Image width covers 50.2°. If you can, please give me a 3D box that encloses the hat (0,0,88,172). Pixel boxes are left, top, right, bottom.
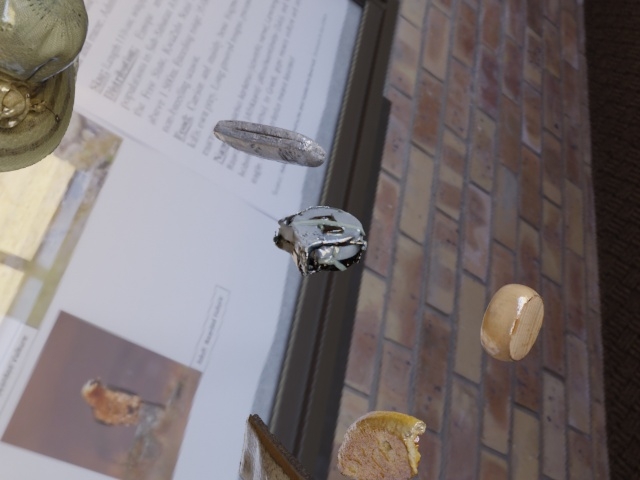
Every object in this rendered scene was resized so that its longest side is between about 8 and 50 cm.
[{"bbox_3d":[-0.259,-0.188,0.576,0.110,0.252,0.252,-10,49,23],"label":"hat"}]

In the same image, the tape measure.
[{"bbox_3d":[0.001,-0.001,0.768,0.091,0.094,0.054,42,135,44],"label":"tape measure"}]

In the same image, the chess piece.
[{"bbox_3d":[0.204,0.088,0.726,0.038,0.083,0.084,23,84,38],"label":"chess piece"}]

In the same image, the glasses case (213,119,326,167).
[{"bbox_3d":[-0.115,-0.217,1.516,0.282,0.109,0.067,14,78,29],"label":"glasses case"}]

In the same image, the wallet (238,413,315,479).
[{"bbox_3d":[-0.066,0.378,1.051,0.244,0.025,0.124,29,113,54],"label":"wallet"}]

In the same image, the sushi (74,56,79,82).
[{"bbox_3d":[-0.559,-0.380,1.311,0.343,0.181,0.196,-133,43,-74],"label":"sushi"}]

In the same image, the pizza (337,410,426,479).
[{"bbox_3d":[0.103,0.357,1.160,0.056,0.134,0.271,-32,-21,-38],"label":"pizza"}]
